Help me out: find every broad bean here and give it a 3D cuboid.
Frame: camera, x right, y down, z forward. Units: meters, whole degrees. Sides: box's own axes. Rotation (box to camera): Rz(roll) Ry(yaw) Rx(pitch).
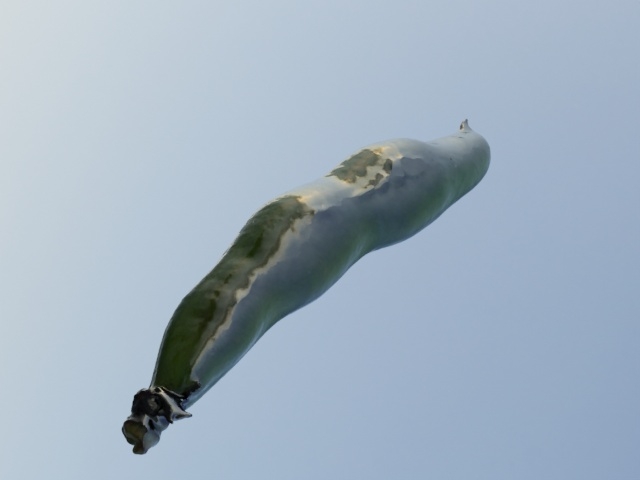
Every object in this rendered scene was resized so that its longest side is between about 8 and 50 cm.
[{"bbox_3d":[-0.001,-0.001,0.570,0.060,0.297,0.043,50,-39,4],"label":"broad bean"}]
